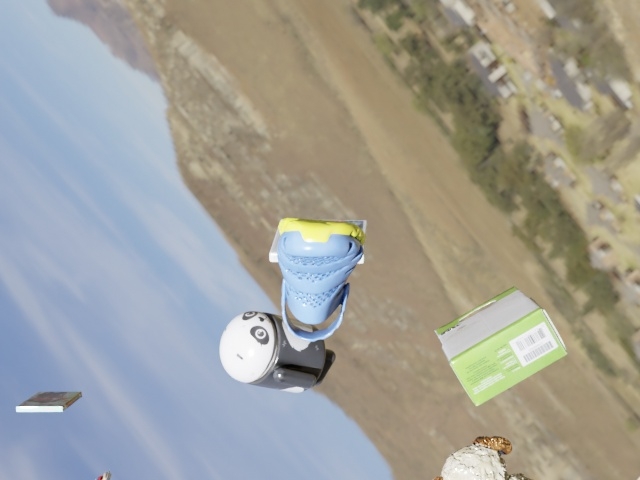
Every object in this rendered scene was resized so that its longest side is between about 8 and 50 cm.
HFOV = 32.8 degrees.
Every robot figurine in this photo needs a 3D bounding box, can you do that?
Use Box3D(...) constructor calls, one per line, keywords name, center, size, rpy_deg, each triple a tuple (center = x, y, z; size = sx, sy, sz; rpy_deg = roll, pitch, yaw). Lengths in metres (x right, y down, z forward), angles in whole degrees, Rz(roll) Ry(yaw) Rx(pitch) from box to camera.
Box3D(name="robot figurine", center=(-0.099, 0.257, 2.513), size=(0.278, 0.173, 0.209), rpy_deg=(17, 161, -38))

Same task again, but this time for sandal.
Box3D(name="sandal", center=(-0.003, 0.057, 1.554), size=(0.317, 0.126, 0.138), rpy_deg=(82, -166, -72))

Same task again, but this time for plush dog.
Box3D(name="plush dog", center=(0.320, 0.504, 2.104), size=(0.225, 0.262, 0.210), rpy_deg=(53, 160, -3))

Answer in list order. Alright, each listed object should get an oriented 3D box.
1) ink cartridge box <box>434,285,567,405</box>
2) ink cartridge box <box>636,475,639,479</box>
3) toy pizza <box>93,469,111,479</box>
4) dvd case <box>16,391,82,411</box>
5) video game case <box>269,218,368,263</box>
Box3D(name="ink cartridge box", center=(0.324, 0.184, 1.995), size=(0.097, 0.189, 0.255), rpy_deg=(59, -176, -7))
Box3D(name="ink cartridge box", center=(0.728, 0.532, 2.317), size=(0.088, 0.193, 0.235), rpy_deg=(39, -167, 25))
Box3D(name="toy pizza", center=(-0.495, 0.586, 2.325), size=(0.032, 0.201, 0.201), rpy_deg=(20, -176, -7))
Box3D(name="dvd case", center=(-0.501, 0.298, 2.010), size=(0.119, 0.087, 0.013), rpy_deg=(-51, -40, -82))
Box3D(name="video game case", center=(0.000, 0.000, 2.175), size=(0.201, 0.184, 0.023), rpy_deg=(-77, -13, -69))
